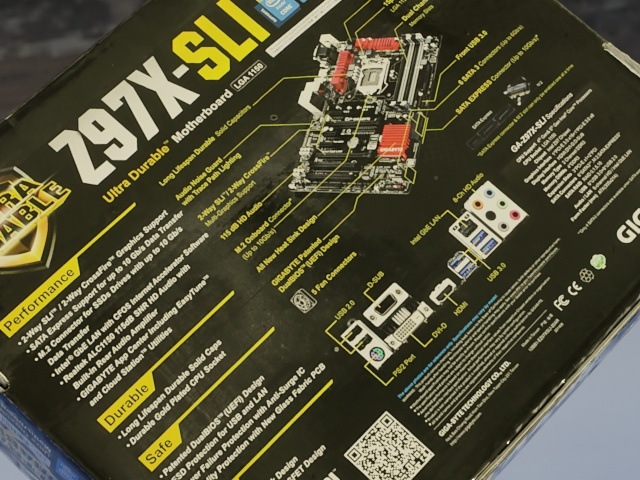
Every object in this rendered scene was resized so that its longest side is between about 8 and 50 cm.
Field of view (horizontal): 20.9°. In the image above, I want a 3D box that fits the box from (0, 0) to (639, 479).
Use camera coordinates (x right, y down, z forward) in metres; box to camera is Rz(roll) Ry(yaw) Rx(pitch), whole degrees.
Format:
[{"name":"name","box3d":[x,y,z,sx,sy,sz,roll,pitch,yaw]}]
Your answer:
[{"name":"box","box3d":[0.000,0.000,0.774,0.322,0.257,0.079,-44,166,-24]}]
